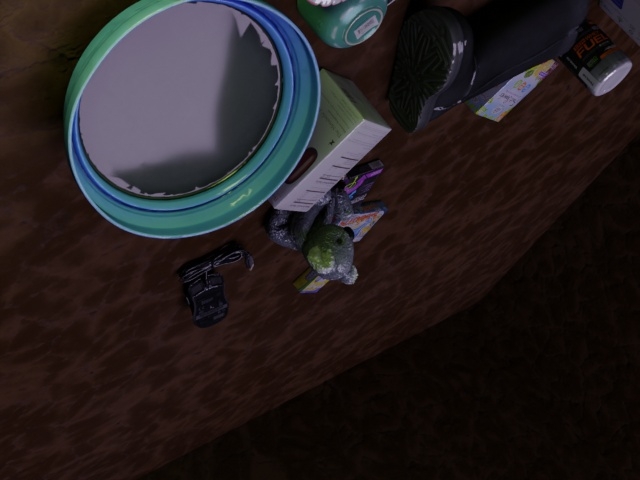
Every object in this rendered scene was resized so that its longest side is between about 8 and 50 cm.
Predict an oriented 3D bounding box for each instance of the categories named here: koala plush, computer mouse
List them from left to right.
[{"bbox_3d":[-0.242,0.097,2.007,0.184,0.060,0.262,-27,147,-14],"label":"computer mouse"},{"bbox_3d":[0.000,0.000,1.920,0.203,0.221,0.196,-35,157,11],"label":"koala plush"}]

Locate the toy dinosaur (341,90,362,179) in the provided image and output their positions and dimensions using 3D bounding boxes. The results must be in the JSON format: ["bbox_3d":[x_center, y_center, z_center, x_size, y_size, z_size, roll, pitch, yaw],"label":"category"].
[{"bbox_3d":[0.020,-0.203,1.755,0.118,0.064,0.268,-36,160,-22],"label":"toy dinosaur"}]

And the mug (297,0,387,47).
[{"bbox_3d":[0.047,-0.378,1.332,0.129,0.097,0.158,-21,156,-37],"label":"mug"}]

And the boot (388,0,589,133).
[{"bbox_3d":[0.369,-0.418,1.700,0.445,0.146,0.367,-26,169,-15],"label":"boot"}]

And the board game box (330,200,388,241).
[{"bbox_3d":[0.076,-0.043,2.245,0.201,0.035,0.136,-11,149,-51],"label":"board game box"}]

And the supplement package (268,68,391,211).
[{"bbox_3d":[-0.012,-0.184,1.617,0.244,0.139,0.134,-44,161,20],"label":"supplement package"}]

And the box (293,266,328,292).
[{"bbox_3d":[0.015,0.080,2.420,0.179,0.043,0.105,-45,159,19],"label":"box"}]

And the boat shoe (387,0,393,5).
[{"bbox_3d":[0.157,-0.456,1.389,0.184,0.063,0.066,-36,161,1],"label":"boat shoe"}]

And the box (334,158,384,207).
[{"bbox_3d":[0.080,-0.126,2.072,0.116,0.029,0.162,-22,157,-35],"label":"box"}]

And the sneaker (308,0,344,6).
[{"bbox_3d":[0.080,-0.418,1.210,0.252,0.103,0.111,-26,163,-30],"label":"sneaker"}]

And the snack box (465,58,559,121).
[{"bbox_3d":[0.459,-0.388,2.047,0.207,0.070,0.174,-43,160,24],"label":"snack box"}]

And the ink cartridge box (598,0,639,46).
[{"bbox_3d":[0.717,-0.576,1.906,0.065,0.165,0.332,-37,162,3],"label":"ink cartridge box"}]

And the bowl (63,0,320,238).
[{"bbox_3d":[-0.186,-0.183,1.236,0.391,0.077,0.391,-21,134,-23],"label":"bowl"}]

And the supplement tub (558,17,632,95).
[{"bbox_3d":[0.643,-0.450,2.032,0.117,0.190,0.117,-33,160,-13],"label":"supplement tub"}]
